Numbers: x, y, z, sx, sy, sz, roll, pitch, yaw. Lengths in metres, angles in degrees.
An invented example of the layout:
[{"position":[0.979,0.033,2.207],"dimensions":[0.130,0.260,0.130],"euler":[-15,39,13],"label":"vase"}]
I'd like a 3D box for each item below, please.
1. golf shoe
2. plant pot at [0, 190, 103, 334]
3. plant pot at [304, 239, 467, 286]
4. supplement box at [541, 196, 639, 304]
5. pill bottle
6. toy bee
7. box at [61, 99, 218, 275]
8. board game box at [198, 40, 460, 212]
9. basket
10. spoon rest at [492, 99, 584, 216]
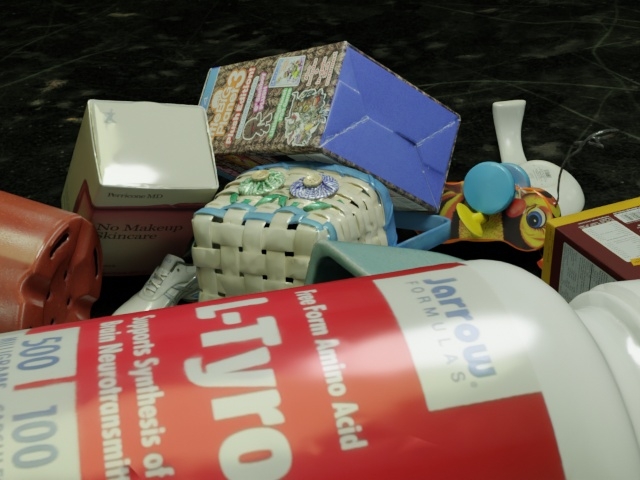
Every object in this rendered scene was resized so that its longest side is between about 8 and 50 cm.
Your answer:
[{"position":[-0.205,0.058,1.185],"dimensions":[0.069,0.086,0.176],"euler":[21,39,33],"label":"golf shoe"},{"position":[-0.417,0.043,1.080],"dimensions":[0.265,0.272,0.272],"euler":[11,32,9],"label":"plant pot"},{"position":[0.137,0.150,0.841],"dimensions":[0.252,0.247,0.248],"euler":[-3,25,-35],"label":"plant pot"},{"position":[0.396,0.052,1.088],"dimensions":[0.191,0.129,0.194],"euler":[-13,31,-18],"label":"supplement box"},{"position":[0.016,0.134,0.489],"dimensions":[0.408,0.229,0.229],"euler":[-9,30,-9],"label":"pill bottle"},{"position":[0.253,-0.031,1.249],"dimensions":[0.195,0.162,0.298],"euler":[-9,-5,-40],"label":"toy bee"},{"position":[-0.239,-0.060,1.190],"dimensions":[0.149,0.232,0.126],"euler":[-1,62,-25],"label":"box"},{"position":[-0.001,-0.140,1.264],"dimensions":[0.232,0.141,0.291],"euler":[24,-14,-39],"label":"board game box"},{"position":[0.000,0.000,1.146],"dimensions":[0.255,0.201,0.289],"euler":[6,14,28],"label":"basket"},{"position":[0.327,-0.112,1.458],"dimensions":[0.137,0.084,0.276],"euler":[-5,43,0],"label":"spoon rest"}]
